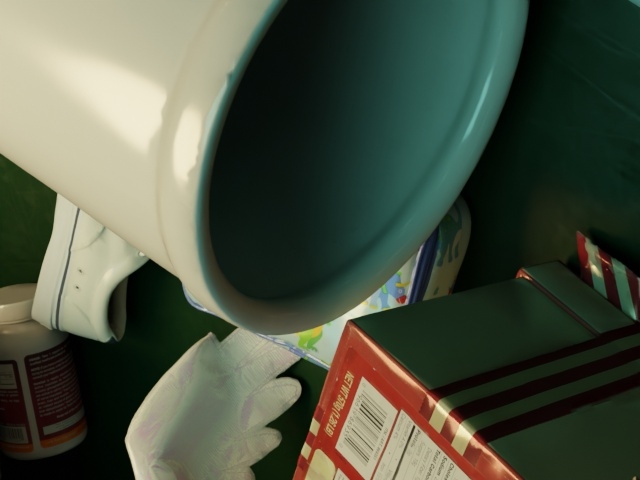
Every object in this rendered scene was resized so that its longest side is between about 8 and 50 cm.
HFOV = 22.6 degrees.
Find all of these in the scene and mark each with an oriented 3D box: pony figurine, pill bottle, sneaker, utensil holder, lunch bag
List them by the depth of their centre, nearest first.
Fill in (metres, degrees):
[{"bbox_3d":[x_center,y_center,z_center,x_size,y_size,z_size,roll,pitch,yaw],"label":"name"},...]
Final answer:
[{"bbox_3d":[-0.106,-0.164,1.113,0.385,0.327,0.328,31,123,29],"label":"utensil holder"},{"bbox_3d":[0.000,0.000,1.265,0.219,0.090,0.176,26,109,25],"label":"lunch bag"},{"bbox_3d":[-0.086,0.289,1.325,0.303,0.351,0.363,41,144,18],"label":"pony figurine"},{"bbox_3d":[-0.179,-0.024,1.396,0.091,0.094,0.258,20,123,2],"label":"sneaker"},{"bbox_3d":[-0.272,0.121,1.502,0.086,0.086,0.152,3,109,32],"label":"pill bottle"}]

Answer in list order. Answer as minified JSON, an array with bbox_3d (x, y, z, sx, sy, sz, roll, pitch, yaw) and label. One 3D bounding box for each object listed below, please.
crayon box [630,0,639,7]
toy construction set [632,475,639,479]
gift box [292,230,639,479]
[{"bbox_3d":[0.251,-0.305,0.997,0.202,0.081,0.318,37,125,16],"label":"crayon box"},{"bbox_3d":[0.329,0.206,0.956,0.309,0.237,0.257,24,119,-3],"label":"toy construction set"},{"bbox_3d":[0.141,0.158,1.150,0.276,0.258,0.255,48,131,33],"label":"gift box"}]
